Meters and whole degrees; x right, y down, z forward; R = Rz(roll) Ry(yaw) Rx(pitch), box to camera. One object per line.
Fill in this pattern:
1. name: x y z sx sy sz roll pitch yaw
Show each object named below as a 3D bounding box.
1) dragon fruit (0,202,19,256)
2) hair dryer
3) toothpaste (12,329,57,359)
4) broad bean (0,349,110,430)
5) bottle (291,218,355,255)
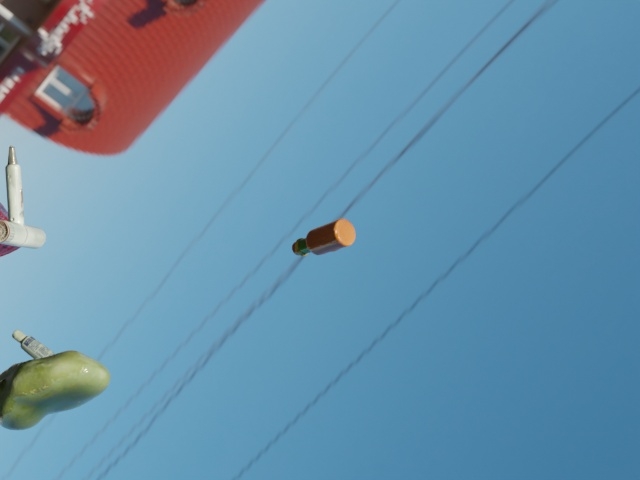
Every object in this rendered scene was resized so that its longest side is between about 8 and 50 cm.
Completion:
1. dragon fruit: -0.802 -0.033 2.081 0.205 0.152 0.317 -33 170 -6
2. hair dryer: -0.537 -0.080 1.707 0.155 0.044 0.183 42 49 -82
3. toothpaste: -0.671 0.292 2.351 0.062 0.216 0.037 -51 175 -36
4. broad bean: -0.480 0.254 1.666 0.227 0.169 0.100 -17 -116 -3
5. bottle: 0.000 0.000 2.255 0.187 0.069 0.069 -17 -139 48
